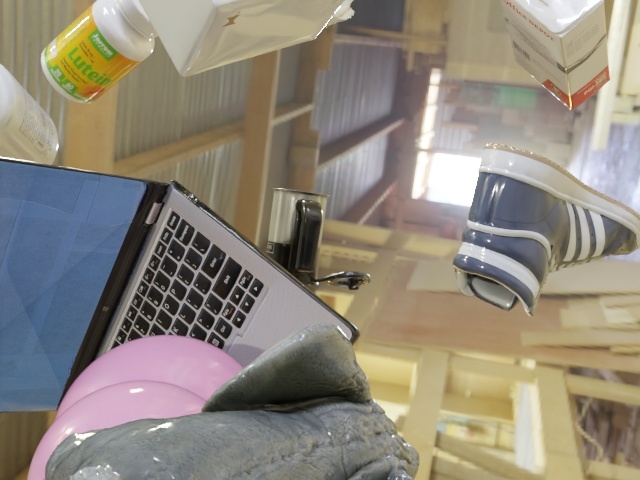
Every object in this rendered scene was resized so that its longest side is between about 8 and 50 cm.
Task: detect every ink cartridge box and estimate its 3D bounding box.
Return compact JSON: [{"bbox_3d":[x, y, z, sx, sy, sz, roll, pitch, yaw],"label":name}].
[{"bbox_3d":[0.241,-0.213,0.802,0.056,0.099,0.135,-38,-31,3],"label":"ink cartridge box"}]

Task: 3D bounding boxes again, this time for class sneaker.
[{"bbox_3d":[0.245,0.012,0.840,0.282,0.099,0.153,20,-93,-41],"label":"sneaker"},{"bbox_3d":[0.013,-0.454,1.409,0.235,0.090,0.095,-83,-18,-55],"label":"sneaker"}]

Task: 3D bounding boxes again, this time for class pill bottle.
[{"bbox_3d":[-0.428,-0.157,0.974,0.229,0.131,0.131,84,-163,-76],"label":"pill bottle"},{"bbox_3d":[-0.408,-0.381,1.499,0.136,0.245,0.136,41,-148,-33],"label":"pill bottle"}]

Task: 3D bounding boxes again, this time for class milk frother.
[{"bbox_3d":[0.000,0.000,1.133,0.143,0.129,0.135,6,-88,-35],"label":"milk frother"}]

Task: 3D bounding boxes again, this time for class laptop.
[{"bbox_3d":[-0.248,0.142,0.826,0.236,0.408,0.382,-33,-23,-56],"label":"laptop"}]

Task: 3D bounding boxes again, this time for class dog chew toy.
[{"bbox_3d":[-0.145,0.199,0.652,0.332,0.206,0.206,-99,17,-85],"label":"dog chew toy"}]

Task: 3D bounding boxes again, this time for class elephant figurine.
[{"bbox_3d":[-0.015,0.130,0.434,0.186,0.239,0.169,11,117,62],"label":"elephant figurine"}]

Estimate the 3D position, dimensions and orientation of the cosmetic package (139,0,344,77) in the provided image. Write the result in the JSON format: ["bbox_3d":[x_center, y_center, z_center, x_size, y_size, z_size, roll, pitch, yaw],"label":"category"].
[{"bbox_3d":[-0.166,-0.462,0.995,0.230,0.453,0.161,-25,-7,-32],"label":"cosmetic package"}]
